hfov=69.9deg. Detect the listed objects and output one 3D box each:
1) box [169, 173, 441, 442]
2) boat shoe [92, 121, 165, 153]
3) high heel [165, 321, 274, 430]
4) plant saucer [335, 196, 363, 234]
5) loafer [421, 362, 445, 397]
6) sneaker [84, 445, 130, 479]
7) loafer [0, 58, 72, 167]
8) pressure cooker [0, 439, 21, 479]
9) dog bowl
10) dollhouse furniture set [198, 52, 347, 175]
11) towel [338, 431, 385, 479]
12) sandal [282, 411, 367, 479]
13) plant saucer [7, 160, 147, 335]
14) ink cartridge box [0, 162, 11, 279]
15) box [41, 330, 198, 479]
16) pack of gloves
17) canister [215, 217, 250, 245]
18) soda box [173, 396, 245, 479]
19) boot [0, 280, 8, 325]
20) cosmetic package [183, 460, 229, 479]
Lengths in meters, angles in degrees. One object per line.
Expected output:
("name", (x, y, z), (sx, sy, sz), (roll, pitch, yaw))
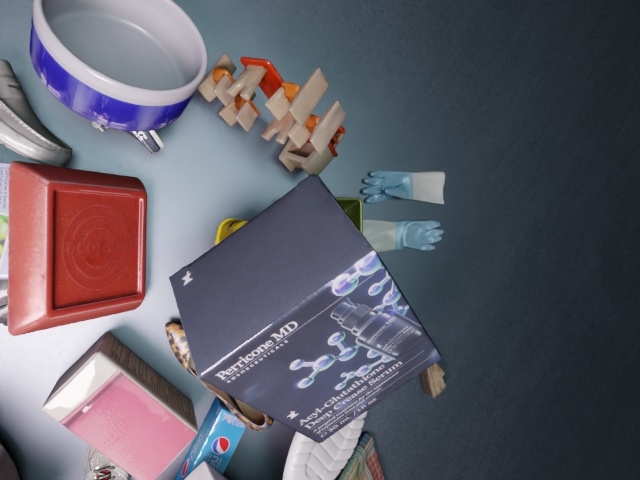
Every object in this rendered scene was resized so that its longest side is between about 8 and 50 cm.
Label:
("box", (-0.005, 0.140, 0.800), (0.293, 0.212, 0.395), (-36, 136, 2))
("boat shoe", (-0.393, -0.246, 0.823), (0.254, 0.095, 0.079), (47, 76, -15))
("high heel", (-0.191, 0.254, 0.876), (0.261, 0.186, 0.093), (46, 77, -17))
("plant saucer", (0.000, 0.000, 1.011), (0.188, 0.045, 0.189), (-2, 94, -20))
("loafer", (0.272, 0.314, 1.128), (0.050, 0.056, 0.148), (-21, 110, -19))
("sneaker", (-0.400, 0.479, 0.860), (0.088, 0.092, 0.225), (1, 92, -21))
("loafer", (-0.547, -0.249, 0.756), (0.319, 0.112, 0.111), (41, 87, -17))
("pressure cooker", (-0.632, 0.463, 0.598), (0.370, 0.420, 0.375), (-43, 105, -13))
("dog bowl", (-0.333, -0.320, 0.772), (0.264, 0.104, 0.265), (20, 53, -28))
("dollhouse furniture set", (-0.059, -0.250, 0.882), (0.135, 0.262, 0.259), (-57, 142, -11))
("towel", (0.073, 0.631, 0.954), (0.370, 0.040, 0.272), (-34, 110, -59))
("sandal", (0.027, 0.353, 1.018), (0.169, 0.102, 0.416), (41, 65, -33))
("plant saucer", (-0.384, 0.011, 0.773), (0.047, 0.258, 0.259), (2, 92, 22))
("ink cartridge box", (-0.540, -0.031, 0.714), (0.311, 0.065, 0.186), (2, 82, -26))
("box", (-0.355, 0.301, 0.838), (0.127, 0.148, 0.232), (-46, 106, -12))
("pack of gloves", (0.205, -0.069, 1.085), (0.232, 0.046, 0.195), (-2, 93, -20))
("canister", (-0.130, 0.001, 0.895), (0.126, 0.170, 0.073), (15, 88, -21))
("soda box", (-0.226, 0.436, 0.934), (0.067, 0.071, 0.210), (30, 82, -21))
("boot", (-0.607, 0.049, 0.763), (0.338, 0.118, 0.223), (-14, 94, -30))
("cosmetic package", (-0.144, 0.612, 0.861), (0.155, 0.197, 0.366), (-40, 124, -14))
